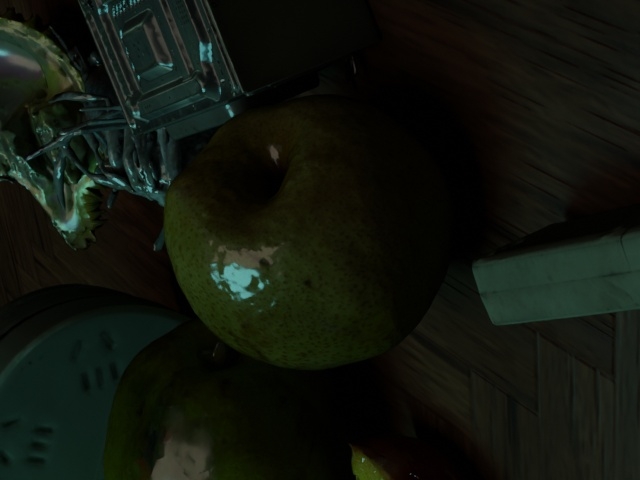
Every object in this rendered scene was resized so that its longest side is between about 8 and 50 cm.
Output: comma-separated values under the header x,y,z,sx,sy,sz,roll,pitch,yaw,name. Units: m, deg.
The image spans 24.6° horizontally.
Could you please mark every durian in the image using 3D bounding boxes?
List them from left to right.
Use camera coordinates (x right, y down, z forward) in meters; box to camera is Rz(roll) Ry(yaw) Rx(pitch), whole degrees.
x,y,z,sx,sy,sz,roll,pitch,yaw,name
-0.316,-0.139,1.634,0.306,0.166,0.172,54,155,1,durian

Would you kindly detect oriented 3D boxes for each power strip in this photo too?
x,y,z,sx,sy,sz,roll,pitch,yaw,name
-0.256,0.219,1.614,0.161,0.357,0.358,14,124,59,power strip
0.203,0.006,0.895,0.288,0.093,0.053,-14,97,64,power strip

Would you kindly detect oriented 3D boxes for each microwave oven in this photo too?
x,y,z,sx,sy,sz,roll,pitch,yaw,name
-0.088,-0.187,1.208,0.240,0.145,0.194,-8,102,62,microwave oven

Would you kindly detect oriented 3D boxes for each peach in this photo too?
x,y,z,sx,sy,sz,roll,pitch,yaw,name
0.092,0.248,1.306,0.127,0.092,0.172,-51,55,56,peach

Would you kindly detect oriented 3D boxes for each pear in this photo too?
x,y,z,sx,sy,sz,roll,pitch,yaw,name
-0.085,0.214,1.417,0.269,0.269,0.321,43,150,36,pear
0.000,0.000,1.144,0.228,0.188,0.211,-10,142,26,pear

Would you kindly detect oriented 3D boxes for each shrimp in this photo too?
x,y,z,sx,sy,sz,roll,pitch,yaw,name
-0.127,-0.057,1.378,0.410,0.166,0.221,29,175,23,shrimp
